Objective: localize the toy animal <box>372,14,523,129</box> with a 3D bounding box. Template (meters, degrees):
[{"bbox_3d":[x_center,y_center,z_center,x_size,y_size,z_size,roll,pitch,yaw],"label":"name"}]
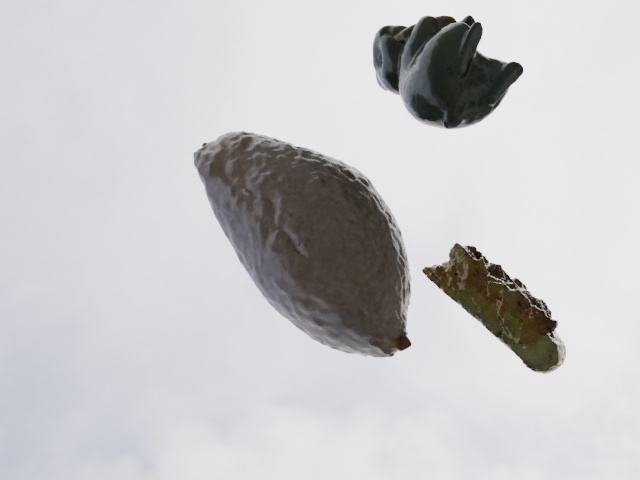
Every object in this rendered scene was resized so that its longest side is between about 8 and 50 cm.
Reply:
[{"bbox_3d":[0.118,-0.212,1.233,0.127,0.251,0.125,-28,-65,-22],"label":"toy animal"}]

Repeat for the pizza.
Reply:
[{"bbox_3d":[0.151,0.051,0.841,0.134,0.175,0.046,36,-82,-20],"label":"pizza"}]

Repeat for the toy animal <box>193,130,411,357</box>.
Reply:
[{"bbox_3d":[0.004,0.005,1.229,0.358,0.188,0.226,55,-166,28],"label":"toy animal"}]
